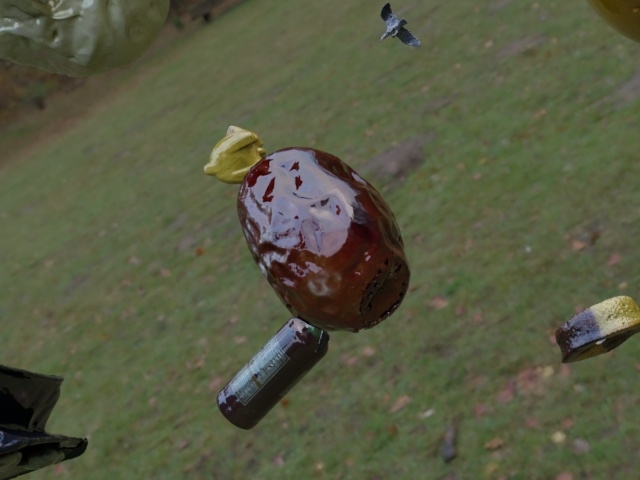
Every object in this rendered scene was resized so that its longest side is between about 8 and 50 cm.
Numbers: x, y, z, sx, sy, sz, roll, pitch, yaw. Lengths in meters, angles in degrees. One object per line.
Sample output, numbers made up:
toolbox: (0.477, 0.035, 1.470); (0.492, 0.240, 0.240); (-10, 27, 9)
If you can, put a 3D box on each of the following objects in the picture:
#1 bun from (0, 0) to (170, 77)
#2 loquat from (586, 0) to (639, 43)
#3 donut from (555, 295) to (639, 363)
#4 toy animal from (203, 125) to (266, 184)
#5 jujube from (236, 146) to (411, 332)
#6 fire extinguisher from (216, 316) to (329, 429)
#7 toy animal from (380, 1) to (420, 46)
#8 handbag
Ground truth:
bun: (-0.369, -0.400, 1.605); (0.361, 0.361, 0.213); (-33, 25, -7)
loquat: (0.320, -0.285, 0.980); (0.235, 0.235, 0.235); (-29, 15, 9)
donut: (0.405, 0.130, 1.648); (0.140, 0.059, 0.140); (-21, -18, -7)
toy animal: (-0.116, -0.127, 1.606); (0.083, 0.070, 0.159); (-19, 15, 8)
jujube: (0.000, 0.000, 1.314); (0.183, 0.183, 0.243); (-35, 48, -12)
fire extinguisher: (-0.047, 0.168, 1.530); (0.231, 0.071, 0.099); (-46, 19, 24)
toy animal: (0.110, -0.315, 1.707); (0.050, 0.084, 0.028); (-35, 18, 11)
handbag: (-0.492, 0.289, 1.463); (0.329, 0.122, 0.303); (-29, -12, 2)
